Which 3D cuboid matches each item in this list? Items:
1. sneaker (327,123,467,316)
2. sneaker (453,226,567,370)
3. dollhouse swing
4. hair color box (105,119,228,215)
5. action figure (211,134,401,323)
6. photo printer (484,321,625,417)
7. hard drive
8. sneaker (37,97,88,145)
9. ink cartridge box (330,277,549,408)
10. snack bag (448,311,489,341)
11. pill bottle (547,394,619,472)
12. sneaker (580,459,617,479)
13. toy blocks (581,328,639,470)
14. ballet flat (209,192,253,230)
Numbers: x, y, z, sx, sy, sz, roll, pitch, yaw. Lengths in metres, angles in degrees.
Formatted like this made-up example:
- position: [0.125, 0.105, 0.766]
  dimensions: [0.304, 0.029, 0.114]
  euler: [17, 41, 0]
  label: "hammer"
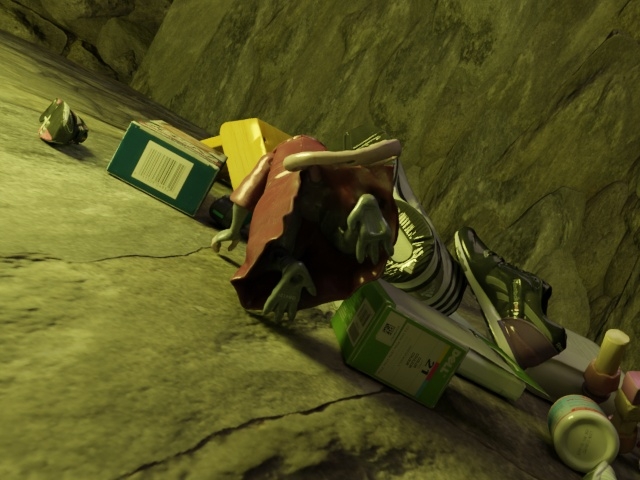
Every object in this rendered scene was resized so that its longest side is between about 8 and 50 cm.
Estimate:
- position: [0.144, -0.021, 1.308]
  dimensions: [0.257, 0.169, 0.447]
  euler: [49, 16, -43]
  label: "sneaker"
- position: [0.337, 0.085, 1.178]
  dimensions: [0.107, 0.124, 0.283]
  euler: [34, 32, -57]
  label: "sneaker"
- position: [-0.164, -0.131, 1.774]
  dimensions: [0.347, 0.305, 0.315]
  euler: [19, 51, -58]
  label: "dollhouse swing"
- position: [-0.287, -0.153, 1.318]
  dimensions: [0.174, 0.105, 0.347]
  euler: [29, 6, -10]
  label: "hair color box"
- position: [-0.037, -0.066, 0.904]
  dimensions: [0.248, 0.275, 0.370]
  euler: [-5, 32, -5]
  label: "action figure"
- position: [0.507, 0.260, 1.448]
  dimensions: [0.308, 0.107, 0.256]
  euler: [25, 18, -16]
  label: "photo printer"
- position: [0.175, 0.156, 1.210]
  dimensions: [0.353, 0.047, 0.233]
  euler: [29, 7, -10]
  label: "hard drive"
- position: [-0.444, -0.201, 1.182]
  dimensions: [0.077, 0.072, 0.178]
  euler: [38, 7, -31]
  label: "sneaker"
- position: [0.155, 0.157, 0.918]
  dimensions: [0.255, 0.097, 0.189]
  euler: [30, 6, -9]
  label: "ink cartridge box"
- position: [0.228, 0.137, 1.574]
  dimensions: [0.342, 0.037, 0.323]
  euler: [42, 11, 36]
  label: "snack bag"
- position: [0.387, 0.280, 0.998]
  dimensions: [0.087, 0.087, 0.160]
  euler: [31, 7, 12]
  label: "pill bottle"
- position: [0.331, 0.304, 0.779]
  dimensions: [0.061, 0.053, 0.152]
  euler: [42, 16, 19]
  label: "sneaker"
- position: [0.645, 0.351, 1.200]
  dimensions: [0.289, 0.260, 0.309]
  euler: [1, 35, -2]
  label: "toy blocks"
- position: [-0.171, -0.063, 1.295]
  dimensions: [0.074, 0.074, 0.203]
  euler: [30, 10, 1]
  label: "ballet flat"
